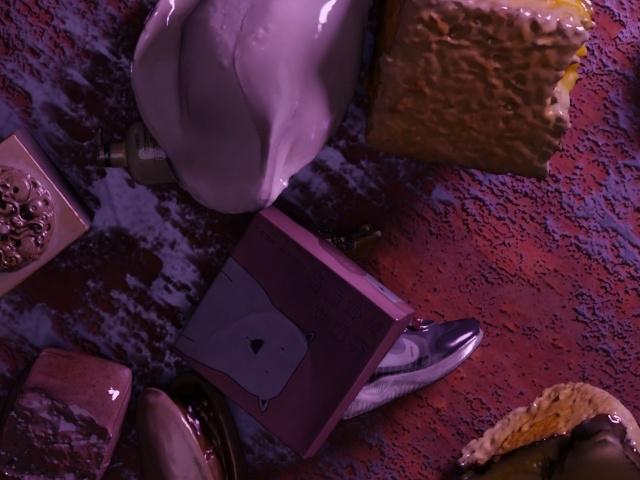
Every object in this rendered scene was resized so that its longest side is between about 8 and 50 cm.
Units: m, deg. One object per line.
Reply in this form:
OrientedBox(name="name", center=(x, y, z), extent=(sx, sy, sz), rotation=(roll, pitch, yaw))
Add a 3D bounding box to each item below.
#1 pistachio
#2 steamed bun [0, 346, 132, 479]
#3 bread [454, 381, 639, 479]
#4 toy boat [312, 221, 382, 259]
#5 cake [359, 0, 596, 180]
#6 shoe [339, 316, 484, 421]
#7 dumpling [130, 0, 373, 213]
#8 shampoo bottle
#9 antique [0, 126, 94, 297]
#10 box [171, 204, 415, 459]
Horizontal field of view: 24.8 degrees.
OrientedBox(name="pistachio", center=(-0.158, 0.265, 1.756), extent=(0.129, 0.131, 0.206), rotation=(-18, 96, -47))
OrientedBox(name="steamed bun", center=(-0.309, 0.219, 1.738), extent=(0.145, 0.106, 0.175), rotation=(17, 99, -6))
OrientedBox(name="bread", center=(0.317, 0.286, 1.769), extent=(0.262, 0.162, 0.204), rotation=(-21, 105, 42))
OrientedBox(name="toy boat", center=(0.000, 0.000, 1.755), extent=(0.149, 0.047, 0.049), rotation=(-1, 92, 4))
OrientedBox(name="cake", center=(0.176, -0.247, 1.637), extent=(0.227, 0.286, 0.222), rotation=(11, 132, -6))
OrientedBox(name="shoe", center=(0.081, 0.133, 1.762), extent=(0.227, 0.099, 0.112), rotation=(-28, 94, 2))
OrientedBox(name="dumpling", center=(-0.082, -0.209, 1.646), extent=(0.260, 0.181, 0.341), rotation=(18, 99, 22))
OrientedBox(name="shampoo bottle", center=(-0.183, -0.105, 1.711), extent=(0.162, 0.079, 0.079), rotation=(-6, 99, -3))
OrientedBox(name="antique", center=(-0.363, -0.029, 1.677), extent=(0.152, 0.148, 0.146), rotation=(-38, 101, -1))
OrientedBox(name="box", center=(-0.029, 0.102, 1.694), extent=(0.215, 0.086, 0.215), rotation=(38, 108, 15))
